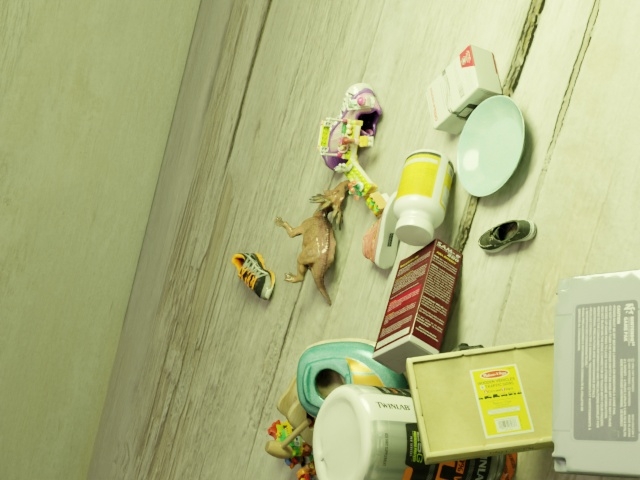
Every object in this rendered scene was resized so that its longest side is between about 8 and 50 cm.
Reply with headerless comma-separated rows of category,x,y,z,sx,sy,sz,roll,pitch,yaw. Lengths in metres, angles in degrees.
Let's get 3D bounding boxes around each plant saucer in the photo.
plant saucer,0.331,-0.175,1.616,0.195,0.037,0.195,-33,51,54

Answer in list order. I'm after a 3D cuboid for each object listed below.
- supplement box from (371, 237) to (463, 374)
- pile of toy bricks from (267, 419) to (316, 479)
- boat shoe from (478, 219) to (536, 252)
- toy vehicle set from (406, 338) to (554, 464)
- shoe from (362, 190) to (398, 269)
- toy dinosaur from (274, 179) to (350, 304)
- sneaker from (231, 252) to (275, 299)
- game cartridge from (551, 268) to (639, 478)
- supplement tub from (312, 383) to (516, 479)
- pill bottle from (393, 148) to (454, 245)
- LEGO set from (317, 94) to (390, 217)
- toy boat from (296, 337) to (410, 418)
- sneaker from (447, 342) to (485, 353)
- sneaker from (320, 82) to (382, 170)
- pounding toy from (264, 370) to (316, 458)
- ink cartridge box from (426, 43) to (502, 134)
supplement box,0.188,0.126,1.651,0.130,0.073,0.239,-37,28,52
pile of toy bricks,-0.069,0.500,2.048,0.118,0.105,0.212,-59,34,33
boat shoe,0.330,-0.012,1.554,0.142,0.040,0.049,-25,59,57
toy vehicle set,0.280,0.249,1.338,0.035,0.266,0.166,84,179,-58
shoe,0.140,-0.031,1.892,0.081,0.063,0.178,32,113,55
toy dinosaur,0.000,0.000,2.093,0.200,0.127,0.296,-29,61,47
sneaker,-0.193,0.103,2.451,0.215,0.083,0.084,49,122,55
game cartridge,0.431,0.189,1.225,0.196,0.060,0.294,-12,66,47
supplement tub,0.163,0.350,1.443,0.193,0.316,0.194,-28,57,56
pill bottle,0.202,-0.084,1.702,0.103,0.103,0.184,-36,30,52
LEGO set,0.067,-0.187,1.956,0.132,0.107,0.287,-12,82,43
toy boat,0.066,0.360,1.750,0.267,0.148,0.318,-5,88,28
sneaker,0.248,0.242,1.583,0.078,0.106,0.234,59,161,10
sneaker,0.079,-0.259,2.072,0.104,0.095,0.236,53,129,37
pounding toy,0.004,0.392,1.928,0.269,0.154,0.155,-58,29,-1
ink cartridge box,0.286,-0.300,1.717,0.150,0.063,0.109,-43,44,49
